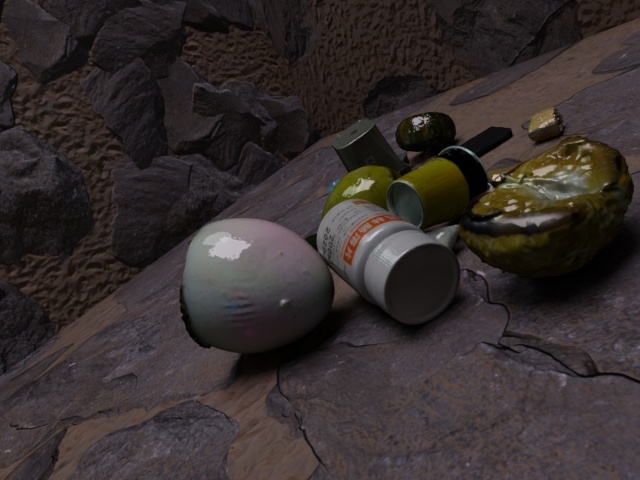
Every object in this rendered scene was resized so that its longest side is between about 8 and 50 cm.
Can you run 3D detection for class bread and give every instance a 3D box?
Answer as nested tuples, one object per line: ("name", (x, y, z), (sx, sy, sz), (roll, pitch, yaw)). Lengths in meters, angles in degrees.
("bread", (0.761, -0.386, 1.866), (0.106, 0.082, 0.125), (-28, 24, 41))

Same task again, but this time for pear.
("pear", (0.143, -0.087, 1.701), (0.307, 0.253, 0.253), (-52, 5, 29))

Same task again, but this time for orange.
("orange", (0.472, -0.044, 1.120), (0.369, 0.210, 0.271), (-34, 20, -20))

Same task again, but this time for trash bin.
("trash bin", (0.180, -0.302, 2.059), (0.220, 0.250, 0.219), (-36, 24, 2))

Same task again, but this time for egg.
("egg", (-0.130, 0.115, 1.427), (0.340, 0.354, 0.354), (-1, 27, 20))

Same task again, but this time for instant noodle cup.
("instant noodle cup", (0.316, -0.129, 1.530), (0.236, 0.215, 0.216), (-24, 13, -29))

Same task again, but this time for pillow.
("pillow", (0.250, 0.031, 1.489), (0.254, 0.078, 0.144), (-11, 35, 47))

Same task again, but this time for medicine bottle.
("medicine bottle", (0.149, 0.039, 1.330), (0.211, 0.211, 0.371), (-32, 27, -10))

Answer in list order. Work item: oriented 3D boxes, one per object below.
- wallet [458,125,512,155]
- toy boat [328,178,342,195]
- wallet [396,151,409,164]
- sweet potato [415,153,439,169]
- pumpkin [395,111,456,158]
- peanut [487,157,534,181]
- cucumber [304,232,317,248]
("wallet", (0.599, -0.359, 2.107), (0.250, 0.044, 0.149), (-32, 21, -10))
("toy boat", (0.070, -0.144, 2.139), (0.109, 0.098, 0.237), (-24, 37, 35))
("wallet", (0.238, -0.247, 2.302), (0.252, 0.083, 0.360), (-24, 19, 33))
("sweet potato", (0.351, -0.224, 2.065), (0.273, 0.075, 0.075), (-35, 17, 0))
("pumpkin", (0.452, -0.446, 2.378), (0.261, 0.189, 0.260), (-12, 2, 0))
("peanut", (0.549, -0.164, 1.535), (0.263, 0.101, 0.117), (-16, 46, 31))
("cucumber", (0.000, 0.000, 2.002), (0.069, 0.069, 0.227), (-40, 16, -31))
